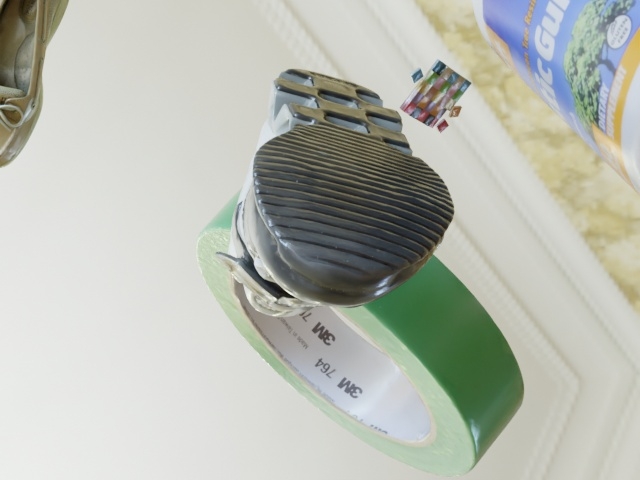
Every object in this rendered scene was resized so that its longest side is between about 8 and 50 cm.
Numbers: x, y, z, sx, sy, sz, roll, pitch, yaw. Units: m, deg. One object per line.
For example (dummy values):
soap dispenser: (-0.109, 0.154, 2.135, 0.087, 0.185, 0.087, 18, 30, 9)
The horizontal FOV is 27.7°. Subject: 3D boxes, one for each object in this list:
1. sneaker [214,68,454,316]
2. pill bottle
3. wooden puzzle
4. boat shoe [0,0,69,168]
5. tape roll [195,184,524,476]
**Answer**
sneaker: (0.000, 0.000, 0.823, 0.122, 0.330, 0.146, 18, -72, -5)
pill bottle: (0.178, -0.135, 0.735, 0.152, 0.272, 0.152, -11, -55, -16)
wooden puzzle: (0.093, -0.116, 1.036, 0.049, 0.006, 0.083, -52, -37, 13)
boat shoe: (-0.217, -0.123, 0.903, 0.048, 0.056, 0.153, -47, -19, -80)
tape roll: (0.030, 0.079, 1.170, 0.077, 0.321, 0.321, -49, -61, -21)
